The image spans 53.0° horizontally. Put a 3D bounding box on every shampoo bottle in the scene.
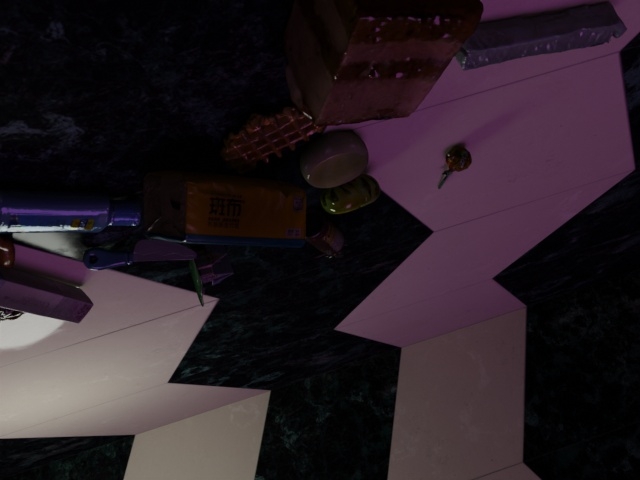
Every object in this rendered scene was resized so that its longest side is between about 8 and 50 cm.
[{"bbox_3d":[-0.464,-0.053,1.191,0.258,0.061,0.104,-2,152,-35],"label":"shampoo bottle"}]

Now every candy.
[{"bbox_3d":[0.316,-0.167,1.562,0.060,0.060,0.201,-14,163,-11],"label":"candy"}]

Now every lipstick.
[{"bbox_3d":[-0.633,0.112,1.386,0.066,0.068,0.317,-52,152,2],"label":"lipstick"}]

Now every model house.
[{"bbox_3d":[-0.262,0.074,1.553,0.088,0.117,0.167,-16,153,-17],"label":"model house"}]

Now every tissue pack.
[{"bbox_3d":[-0.184,-0.059,1.239,0.270,0.134,0.192,2,-178,-40],"label":"tissue pack"}]

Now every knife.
[{"bbox_3d":[-0.396,0.027,1.421,0.244,0.058,0.032,-7,178,-23],"label":"knife"}]

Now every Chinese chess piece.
[{"bbox_3d":[0.028,-0.166,1.325,0.144,0.058,0.144,-15,157,-6],"label":"Chinese chess piece"}]

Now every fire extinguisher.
[{"bbox_3d":[0.003,-0.007,1.642,0.106,0.075,0.252,3,165,22],"label":"fire extinguisher"}]

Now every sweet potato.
[{"bbox_3d":[-0.618,0.015,1.251,0.044,0.044,0.179,-11,156,-18],"label":"sweet potato"}]

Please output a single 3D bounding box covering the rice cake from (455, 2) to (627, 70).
[{"bbox_3d":[0.396,-0.369,1.154,0.336,0.066,0.063,-14,155,-15],"label":"rice cake"}]

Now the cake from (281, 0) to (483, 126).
[{"bbox_3d":[0.069,-0.284,0.929,0.198,0.196,0.293,-10,153,-25],"label":"cake"}]

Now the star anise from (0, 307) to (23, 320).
[{"bbox_3d":[-0.729,0.156,1.442,0.167,0.057,0.168,-16,155,-8],"label":"star anise"}]

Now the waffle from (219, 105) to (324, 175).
[{"bbox_3d":[-0.097,-0.185,1.202,0.160,0.046,0.192,1,150,-37],"label":"waffle"}]

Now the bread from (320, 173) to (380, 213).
[{"bbox_3d":[0.065,-0.106,1.429,0.139,0.071,0.130,-19,-172,-9],"label":"bread"}]
